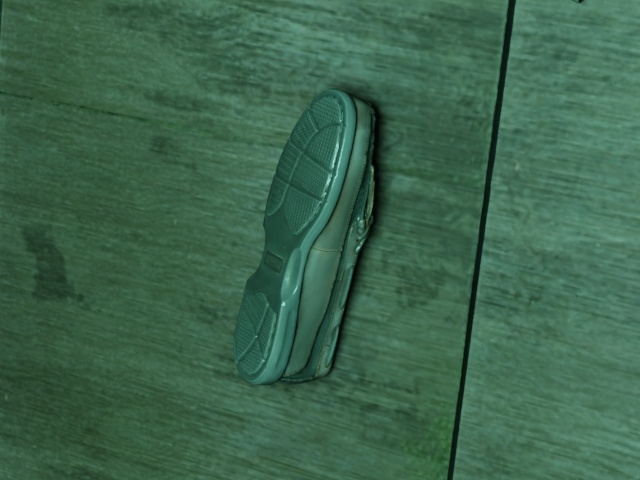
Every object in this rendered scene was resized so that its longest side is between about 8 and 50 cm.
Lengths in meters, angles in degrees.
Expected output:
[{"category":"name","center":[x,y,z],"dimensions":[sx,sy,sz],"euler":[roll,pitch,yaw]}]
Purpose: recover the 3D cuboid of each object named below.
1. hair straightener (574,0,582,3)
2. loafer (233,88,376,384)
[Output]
[{"category":"hair straightener","center":[0.143,-0.251,1.285],"dimensions":[0.230,0.047,0.089],"euler":[25,111,23]},{"category":"loafer","center":[0.000,0.000,1.411],"dimensions":[0.096,0.084,0.267],"euler":[41,117,52]}]
